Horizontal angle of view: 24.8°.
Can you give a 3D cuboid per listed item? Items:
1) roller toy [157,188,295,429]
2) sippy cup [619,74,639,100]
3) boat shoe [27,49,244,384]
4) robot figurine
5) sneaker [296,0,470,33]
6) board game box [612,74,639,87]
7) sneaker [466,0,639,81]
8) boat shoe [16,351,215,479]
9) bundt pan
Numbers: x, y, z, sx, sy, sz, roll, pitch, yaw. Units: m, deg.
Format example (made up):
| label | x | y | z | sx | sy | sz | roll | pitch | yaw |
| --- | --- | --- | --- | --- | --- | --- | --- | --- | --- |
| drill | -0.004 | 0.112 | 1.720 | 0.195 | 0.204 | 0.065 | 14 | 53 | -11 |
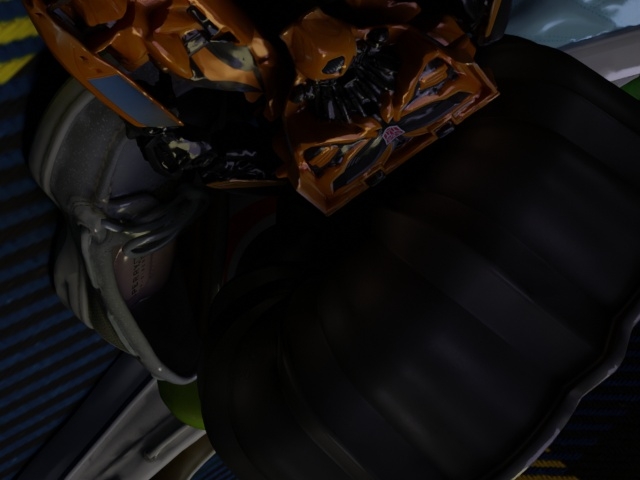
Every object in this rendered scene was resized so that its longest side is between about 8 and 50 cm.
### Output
| label | x | y | z | sx | sy | sz | roll | pitch | yaw |
| --- | --- | --- | --- | --- | --- | --- | --- | --- | --- |
| roller toy | -0.010 | 0.056 | 1.077 | 0.209 | 0.191 | 0.146 | 2 | 159 | -1 |
| sippy cup | 0.328 | -0.117 | 1.338 | 0.240 | 0.224 | 0.305 | -55 | -178 | 47 |
| boat shoe | -0.094 | -0.014 | 0.845 | 0.118 | 0.103 | 0.320 | -37 | 164 | -27 |
| robot figurine | -0.020 | -0.109 | 0.634 | 0.211 | 0.085 | 0.291 | -36 | 143 | 10 |
| sneaker | 0.029 | -0.159 | 0.761 | 0.252 | 0.111 | 0.103 | -16 | 148 | -55 |
| board game box | 0.171 | -0.106 | 1.152 | 0.103 | 0.026 | 0.154 | -19 | -173 | 45 |
| sneaker | 0.127 | -0.172 | 1.039 | 0.365 | 0.150 | 0.135 | -20 | -164 | -26 |
| boat shoe | -0.157 | 0.227 | 1.221 | 0.367 | 0.156 | 0.136 | -50 | 164 | 17 |
| bundt pan | 0.049 | 0.013 | 0.824 | 0.331 | 0.124 | 0.331 | -45 | -165 | 16 |
